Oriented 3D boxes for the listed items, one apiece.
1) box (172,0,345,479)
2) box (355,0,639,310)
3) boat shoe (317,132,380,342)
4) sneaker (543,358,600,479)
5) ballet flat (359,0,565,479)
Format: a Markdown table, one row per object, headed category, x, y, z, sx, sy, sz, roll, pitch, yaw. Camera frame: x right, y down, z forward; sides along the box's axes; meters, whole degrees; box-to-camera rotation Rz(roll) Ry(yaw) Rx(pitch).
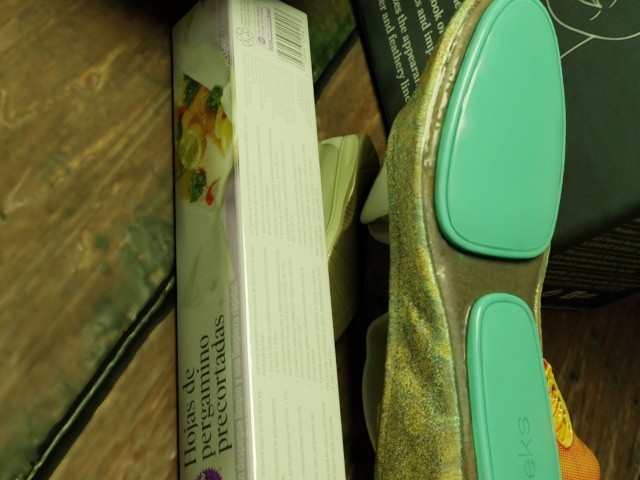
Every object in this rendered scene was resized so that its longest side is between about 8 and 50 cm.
| category | x | y | z | sx | sy | sz | roll | pitch | yaw |
| --- | --- | --- | --- | --- | --- | --- | --- | --- | --- |
| box | -0.039 | 0.006 | 0.610 | 0.067 | 0.063 | 0.324 | 17 | 57 | -38 |
| box | 0.246 | -0.156 | 0.744 | 0.212 | 0.395 | 0.293 | 6 | 64 | -44 |
| boat shoe | -0.001 | -0.002 | 0.675 | 0.056 | 0.048 | 0.153 | 58 | 37 | -50 |
| sneaker | 0.134 | 0.113 | 0.726 | 0.175 | 0.067 | 0.064 | 43 | 41 | -23 |
| ballet flat | 0.075 | 0.022 | 0.645 | 0.123 | 0.123 | 0.349 | 11 | 75 | -43 |
